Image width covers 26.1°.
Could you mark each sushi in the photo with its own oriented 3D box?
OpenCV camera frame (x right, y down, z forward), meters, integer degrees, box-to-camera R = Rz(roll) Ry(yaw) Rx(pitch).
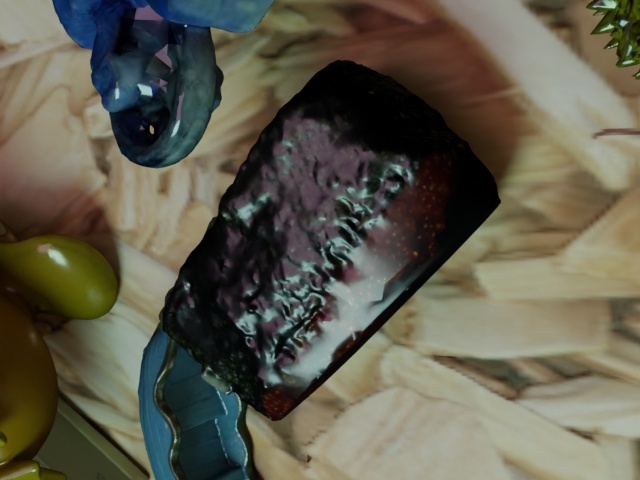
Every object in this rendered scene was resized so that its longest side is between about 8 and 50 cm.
[{"bbox_3d":[0.000,0.000,0.832,0.126,0.136,0.225,45,123,7],"label":"sushi"}]

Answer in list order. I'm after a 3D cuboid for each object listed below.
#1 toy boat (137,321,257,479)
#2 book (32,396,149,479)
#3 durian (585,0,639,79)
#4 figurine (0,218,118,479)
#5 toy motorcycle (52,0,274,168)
[{"bbox_3d":[-0.078,0.136,0.979,0.077,0.075,0.185,-16,91,44],"label":"toy boat"},{"bbox_3d":[-0.285,0.188,1.199,0.310,0.021,0.217,37,124,23],"label":"book"},{"bbox_3d":[0.227,-0.127,0.547,0.291,0.224,0.291,20,122,36],"label":"durian"},{"bbox_3d":[-0.266,0.077,1.028,0.215,0.228,0.215,13,149,8],"label":"figurine"},{"bbox_3d":[-0.069,-0.222,0.817,0.182,0.241,0.319,20,119,-14],"label":"toy motorcycle"}]
